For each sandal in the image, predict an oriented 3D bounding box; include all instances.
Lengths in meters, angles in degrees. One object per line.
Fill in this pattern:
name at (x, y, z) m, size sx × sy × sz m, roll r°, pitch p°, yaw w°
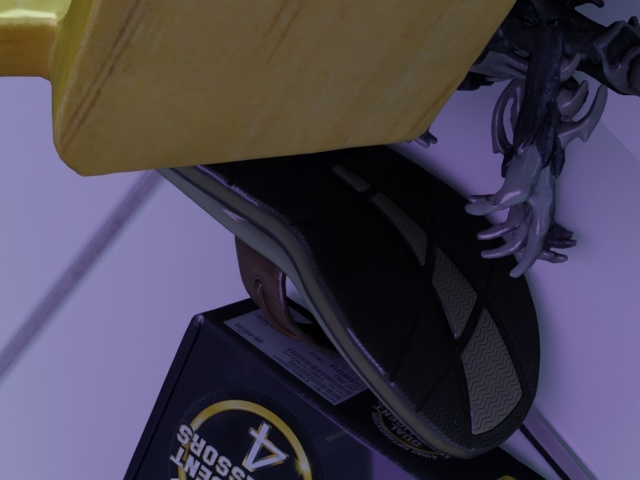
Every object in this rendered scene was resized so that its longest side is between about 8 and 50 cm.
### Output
sandal at (0.000, -0.001, 0.766) m, size 0.303 × 0.120 × 0.086 m, roll 44°, pitch 143°, yaw 20°

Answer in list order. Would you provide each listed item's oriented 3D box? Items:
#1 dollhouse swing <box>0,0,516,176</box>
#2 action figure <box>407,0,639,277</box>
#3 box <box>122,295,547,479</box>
dollhouse swing at (-0.101, -0.232, 0.411) m, size 0.315 × 0.305 × 0.347 m, roll 123°, pitch 147°, yaw -52°
action figure at (0.116, -0.050, 0.652) m, size 0.275 × 0.164 × 0.141 m, roll 24°, pitch 103°, yaw 20°
box at (0.041, 0.263, 0.769) m, size 0.395 × 0.097 × 0.318 m, roll 34°, pitch 115°, yaw 22°
